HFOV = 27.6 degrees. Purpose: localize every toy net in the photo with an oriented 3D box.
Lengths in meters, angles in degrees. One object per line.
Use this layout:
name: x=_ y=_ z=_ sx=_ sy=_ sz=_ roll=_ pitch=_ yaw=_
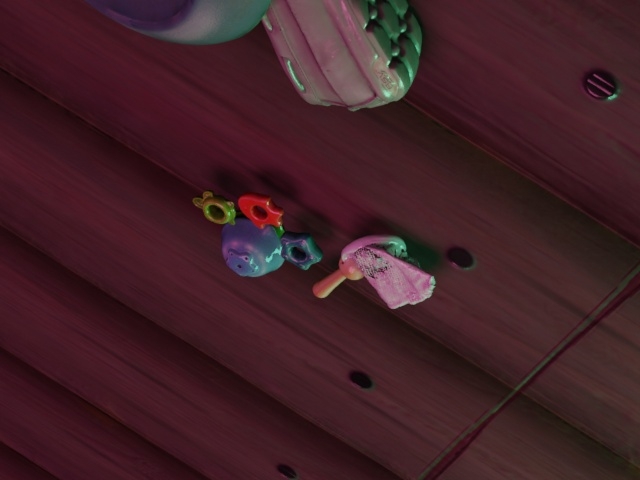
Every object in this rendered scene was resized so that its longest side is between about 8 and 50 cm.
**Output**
toy net: x=0.000 y=0.000 z=1.194 sx=0.232 sy=0.045 sz=0.122 roll=8 pitch=134 yaw=25

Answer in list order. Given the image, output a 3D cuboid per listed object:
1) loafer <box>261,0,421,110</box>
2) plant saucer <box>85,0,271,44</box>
loafer: x=-0.038 y=-0.220 z=0.925 sx=0.111 sy=0.112 sz=0.319 roll=-10 pitch=126 yaw=31
plant saucer: x=-0.158 y=-0.262 z=0.897 sx=0.317 sy=0.043 sz=0.318 roll=36 pitch=152 yaw=22
